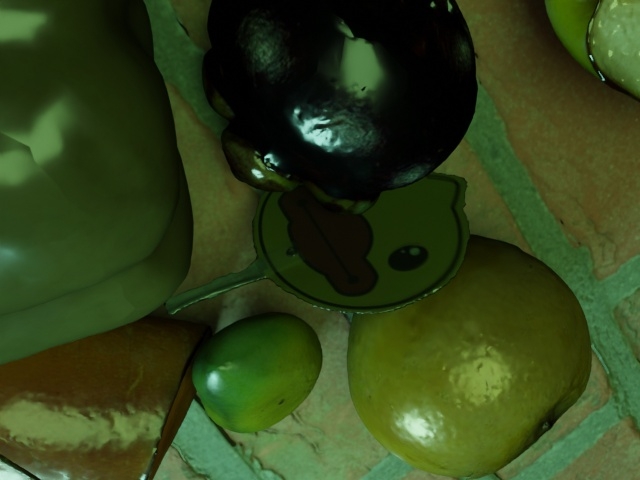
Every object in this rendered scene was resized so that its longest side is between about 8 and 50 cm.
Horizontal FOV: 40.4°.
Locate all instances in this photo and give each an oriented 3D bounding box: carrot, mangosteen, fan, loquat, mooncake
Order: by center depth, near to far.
[{"bbox_3d":[-0.246,-0.135,0.641,0.262,0.467,0.467,-14,106,-10],"label":"mooncake"},{"bbox_3d":[-0.269,0.160,0.833,0.331,0.214,0.193,12,128,-15],"label":"carrot"},{"bbox_3d":[0.008,-0.160,0.834,0.287,0.287,0.233,32,64,-20],"label":"mangosteen"},{"bbox_3d":[0.000,0.001,0.873,0.335,0.229,0.011,-22,139,-13],"label":"fan"},{"bbox_3d":[0.152,0.125,0.919,0.263,0.263,0.263,-4,103,-15],"label":"loquat"}]

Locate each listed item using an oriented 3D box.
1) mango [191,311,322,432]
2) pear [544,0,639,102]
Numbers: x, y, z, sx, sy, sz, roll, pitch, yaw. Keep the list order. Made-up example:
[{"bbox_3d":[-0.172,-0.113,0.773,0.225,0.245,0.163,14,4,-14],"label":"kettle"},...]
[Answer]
[{"bbox_3d":[-0.059,0.130,0.883,0.137,0.237,0.091,-36,75,-15],"label":"mango"},{"bbox_3d":[0.411,-0.298,0.929,0.386,0.191,0.340,-8,114,-10],"label":"pear"}]
